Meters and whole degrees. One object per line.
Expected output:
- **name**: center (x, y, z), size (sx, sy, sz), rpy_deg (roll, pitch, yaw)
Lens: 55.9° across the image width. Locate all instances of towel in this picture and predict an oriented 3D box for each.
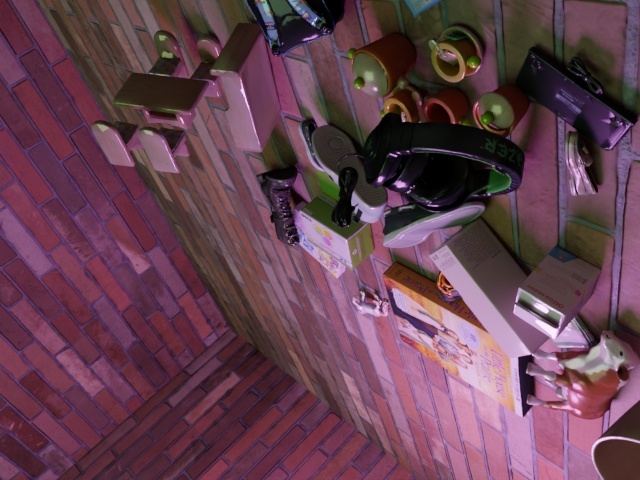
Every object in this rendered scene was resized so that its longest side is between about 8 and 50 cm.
- **towel**: center (0.485, 0.161, 1.246), size (0.152, 0.023, 0.113), rpy_deg (52, 157, -6)

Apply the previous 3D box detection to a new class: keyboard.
- **keyboard**: center (0.368, -0.212, 0.867), size (0.180, 0.023, 0.108), rpy_deg (42, 163, 16)

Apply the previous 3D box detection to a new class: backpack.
- **backpack**: center (-0.056, -0.450, 1.102), size (0.158, 0.117, 0.173), rpy_deg (-12, 125, 34)

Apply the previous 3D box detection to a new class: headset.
- **headset**: center (0.167, -0.109, 1.092), size (0.243, 0.185, 0.394), rpy_deg (20, 169, -38)

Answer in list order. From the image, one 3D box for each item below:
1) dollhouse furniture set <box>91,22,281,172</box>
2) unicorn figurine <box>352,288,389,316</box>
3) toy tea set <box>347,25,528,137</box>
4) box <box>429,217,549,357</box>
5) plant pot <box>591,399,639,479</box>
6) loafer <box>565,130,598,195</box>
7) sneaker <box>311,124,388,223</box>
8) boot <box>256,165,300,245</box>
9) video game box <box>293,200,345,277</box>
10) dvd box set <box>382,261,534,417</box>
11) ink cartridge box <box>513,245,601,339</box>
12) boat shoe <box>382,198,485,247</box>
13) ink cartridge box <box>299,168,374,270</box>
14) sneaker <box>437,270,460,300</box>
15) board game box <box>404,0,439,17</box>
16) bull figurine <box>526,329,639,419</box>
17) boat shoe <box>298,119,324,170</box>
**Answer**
- **dollhouse furniture set**: center (-0.325, -0.381, 1.481), size (0.393, 0.362, 0.257), rpy_deg (10, 146, 15)
- **unicorn figurine**: center (0.147, 0.203, 1.899), size (0.161, 0.060, 0.111), rpy_deg (28, 149, 42)
- **toy tea set**: center (0.179, -0.248, 1.023), size (0.336, 0.124, 0.200), rpy_deg (18, 142, 52)
- **box**: center (0.358, 0.098, 1.239), size (0.275, 0.113, 0.094), rpy_deg (54, 159, 5)
- **plant pot**: center (0.599, 0.292, 0.908), size (0.256, 0.274, 0.257), rpy_deg (39, 156, 21)
- **loafer**: center (0.404, -0.119, 0.930), size (0.039, 0.045, 0.125), rpy_deg (8, 144, 35)
- **sneaker**: center (0.061, -0.148, 1.441), size (0.256, 0.094, 0.151), rpy_deg (55, 169, 17)
- **boot**: center (-0.101, -0.095, 1.773), size (0.263, 0.091, 0.229), rpy_deg (-165, 57, -70)
- **video game box**: center (0.000, 0.000, 1.867), size (0.205, 0.048, 0.187), rpy_deg (42, 154, 18)
- **dvd box set**: center (0.360, 0.256, 1.585), size (0.420, 0.062, 0.308), rpy_deg (30, 151, 40)
- **ink cartridge box**: center (0.424, 0.100, 1.101), size (0.092, 0.143, 0.090), rpy_deg (35, 154, 32)
- **boat shoe**: center (0.223, -0.061, 1.275), size (0.302, 0.114, 0.091), rpy_deg (-25, 66, 55)
- **ink cartridge box**: center (0.034, -0.069, 1.624), size (0.188, 0.097, 0.255), rpy_deg (33, 154, 35)
- **sneaker**: center (0.302, 0.090, 1.397), size (0.084, 0.083, 0.215), rpy_deg (39, 157, 20)
- **board game box**: center (0.138, -0.455, 0.881), size (0.212, 0.039, 0.160), rpy_deg (54, 157, -14)
- **bull figurine**: center (0.520, 0.278, 1.218), size (0.188, 0.101, 0.310), rpy_deg (10, 146, 25)
- **boat shoe**: center (-0.011, -0.235, 1.507), size (0.040, 0.049, 0.142), rpy_deg (11, 135, 56)
